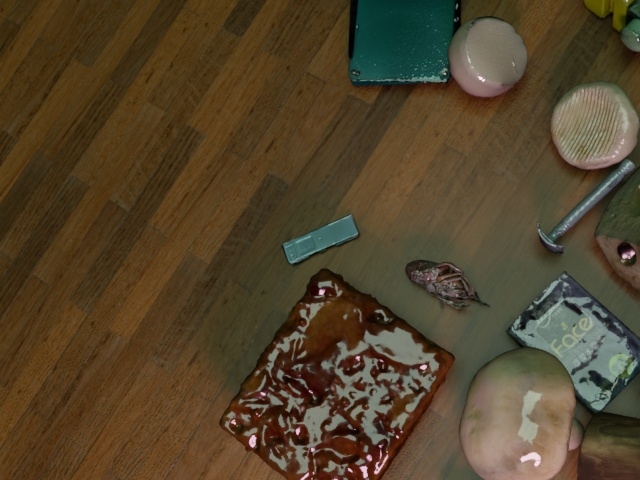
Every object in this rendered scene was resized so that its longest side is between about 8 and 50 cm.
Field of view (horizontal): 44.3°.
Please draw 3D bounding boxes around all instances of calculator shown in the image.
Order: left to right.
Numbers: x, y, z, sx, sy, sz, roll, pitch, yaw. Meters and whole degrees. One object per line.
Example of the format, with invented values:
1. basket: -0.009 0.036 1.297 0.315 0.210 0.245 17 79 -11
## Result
1. calculator: 0.000 0.000 1.732 0.172 0.018 0.057 -25 74 7
2. calculator: 0.190 -0.470 1.774 0.248 0.058 0.274 0 77 14

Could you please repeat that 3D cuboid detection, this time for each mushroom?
1. mushroom: 0.392 0.339 1.465 0.234 0.254 0.260 19 125 -18

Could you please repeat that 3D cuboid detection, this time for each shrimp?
1. shrimp: 0.264 0.093 1.624 0.190 0.075 0.073 30 53 8

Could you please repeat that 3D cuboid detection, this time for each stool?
1. stool: 0.605 0.409 1.364 0.264 0.179 0.179 4 77 40

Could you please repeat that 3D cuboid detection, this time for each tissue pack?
1. tissue pack: 0.507 0.200 1.538 0.173 0.073 0.235 -44 72 0

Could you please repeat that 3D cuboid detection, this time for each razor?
1. razor: 0.530 -0.074 1.567 0.232 0.106 0.068 -45 72 6

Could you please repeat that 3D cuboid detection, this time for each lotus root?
1. lotus root: 0.685 -0.055 1.531 0.314 0.142 0.210 -45 109 -4

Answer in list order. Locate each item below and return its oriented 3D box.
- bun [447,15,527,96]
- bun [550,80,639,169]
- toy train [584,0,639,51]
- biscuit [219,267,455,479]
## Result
1. bun: 0.345 -0.387 1.685 0.173 0.120 0.173 4 79 -21
2. bun: 0.565 -0.232 1.608 0.183 0.102 0.183 -1 89 38
3. toy train: 0.751 -0.586 1.615 0.442 0.179 0.272 -41 64 2
4. biscuit: 0.036 0.306 1.576 0.343 0.166 0.395 34 85 20
